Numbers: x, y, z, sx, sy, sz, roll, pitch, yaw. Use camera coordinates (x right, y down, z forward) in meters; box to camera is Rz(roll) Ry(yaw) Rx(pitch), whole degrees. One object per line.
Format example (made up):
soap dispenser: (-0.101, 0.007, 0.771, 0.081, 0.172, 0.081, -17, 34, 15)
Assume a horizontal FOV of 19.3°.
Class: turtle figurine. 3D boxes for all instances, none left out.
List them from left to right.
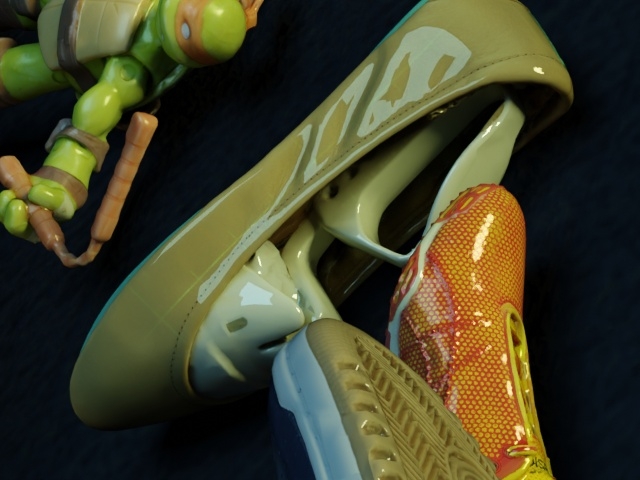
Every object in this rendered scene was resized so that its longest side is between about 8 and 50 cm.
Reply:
turtle figurine: (-0.100, -0.109, 0.876, 0.217, 0.087, 0.270, 5, 71, 43)

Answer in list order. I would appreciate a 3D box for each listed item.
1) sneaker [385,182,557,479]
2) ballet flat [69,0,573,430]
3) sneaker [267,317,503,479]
sneaker: (0.052, 0.063, 0.620, 0.067, 0.064, 0.175, 0, 64, 26)
ballet flat: (0.000, 0.000, 0.702, 0.232, 0.080, 0.073, -47, 53, 5)
sneaker: (0.006, 0.165, 0.504, 0.153, 0.099, 0.282, -36, 56, 18)
